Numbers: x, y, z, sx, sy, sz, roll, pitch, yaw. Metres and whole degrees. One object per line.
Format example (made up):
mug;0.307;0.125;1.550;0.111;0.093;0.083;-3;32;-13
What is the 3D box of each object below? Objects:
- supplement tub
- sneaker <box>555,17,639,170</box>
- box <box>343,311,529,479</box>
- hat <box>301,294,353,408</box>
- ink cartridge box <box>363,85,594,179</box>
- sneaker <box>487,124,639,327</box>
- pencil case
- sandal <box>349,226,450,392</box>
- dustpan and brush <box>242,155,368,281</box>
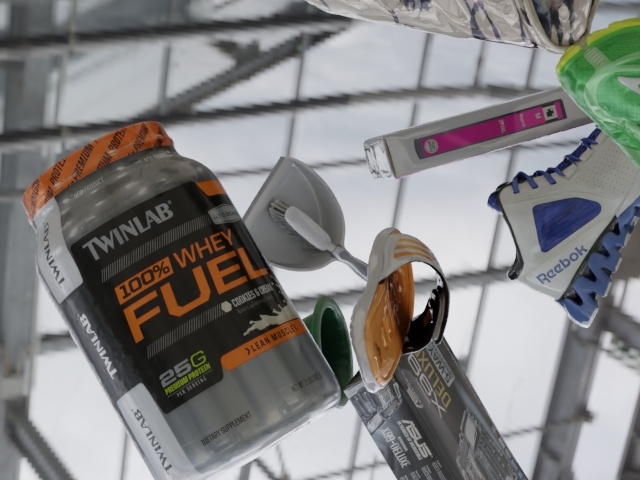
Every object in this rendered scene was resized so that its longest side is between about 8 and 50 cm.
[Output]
supplement tub;-0.135;0.061;1.444;0.193;0.193;0.316;-24;-100;-50
sneaker;0.316;-0.084;1.341;0.295;0.109;0.123;37;-155;-34
box;0.165;0.272;2.100;0.076;0.307;0.242;-28;-175;22
hat;-0.059;0.179;2.456;0.183;0.173;0.208;-10;-148;17
ink cartridge box;0.249;-0.158;2.061;0.370;0.069;0.176;-18;-176;-5
sneaker;0.312;-0.065;1.952;0.182;0.316;0.127;21;-173;3
pencil case;0.121;-0.324;1.734;0.410;0.184;0.160;18;-143;42
sandal;0.087;0.067;1.496;0.076;0.102;0.265;-11;-159;14
dustpan and brush;0.000;0.000;2.129;0.211;0.147;0.060;39;163;-29
